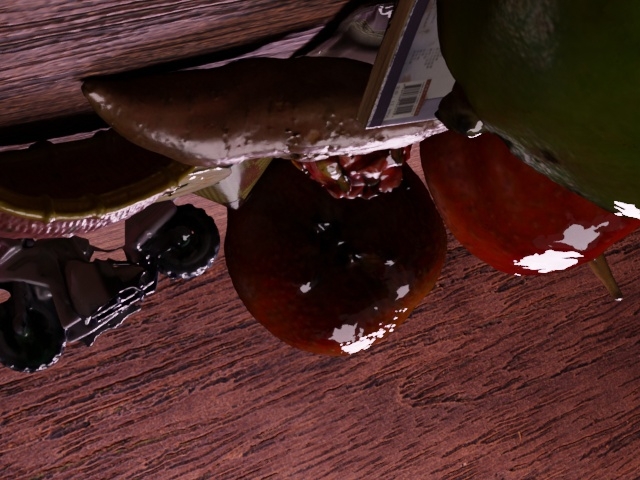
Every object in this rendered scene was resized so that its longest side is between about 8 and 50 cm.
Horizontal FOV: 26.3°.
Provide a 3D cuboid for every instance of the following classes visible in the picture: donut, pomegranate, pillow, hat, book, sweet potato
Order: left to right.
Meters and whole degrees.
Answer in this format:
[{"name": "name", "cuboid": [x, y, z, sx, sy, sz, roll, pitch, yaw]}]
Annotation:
[{"name": "donut", "cuboid": [-0.150, -0.083, 1.429, 0.108, 0.065, 0.166, -15, 175, -40]}, {"name": "hat", "cuboid": [-0.112, -0.075, 1.621, 0.193, 0.082, 0.193, -16, 177, -1]}, {"name": "sweet potato", "cuboid": [-0.028, -0.113, 1.167, 0.355, 0.095, 0.106, -2, 162, -14]}, {"name": "pillow", "cuboid": [0.056, -0.176, 1.200, 0.131, 0.038, 0.233, -6, 174, -21]}, {"name": "book", "cuboid": [0.139, -0.170, 1.092, 0.231, 0.026, 0.157, -12, 136, -39]}, {"name": "pomegranate", "cuboid": [0.198, -0.162, 0.672, 0.340, 0.260, 0.260, -51, 167, 14]}]

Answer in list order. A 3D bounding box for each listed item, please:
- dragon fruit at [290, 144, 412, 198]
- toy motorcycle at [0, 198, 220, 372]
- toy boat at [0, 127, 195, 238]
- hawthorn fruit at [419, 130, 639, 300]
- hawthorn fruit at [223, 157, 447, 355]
[{"name": "dragon fruit", "cuboid": [0.032, -0.115, 1.401, 0.133, 0.150, 0.207, -46, 171, -4]}, {"name": "toy motorcycle", "cuboid": [-0.298, 0.023, 1.757, 0.327, 0.188, 0.143, -32, 169, -13]}, {"name": "toy boat", "cuboid": [-0.218, -0.062, 1.225, 0.141, 0.099, 0.318, 31, -151, 34]}, {"name": "hawthorn fruit", "cuboid": [0.281, -0.073, 1.626, 0.287, 0.330, 0.287, -27, -175, 2]}, {"name": "hawthorn fruit", "cuboid": [0.000, 0.000, 1.800, 0.285, 0.284, 0.369, -17, -172, -16]}]
